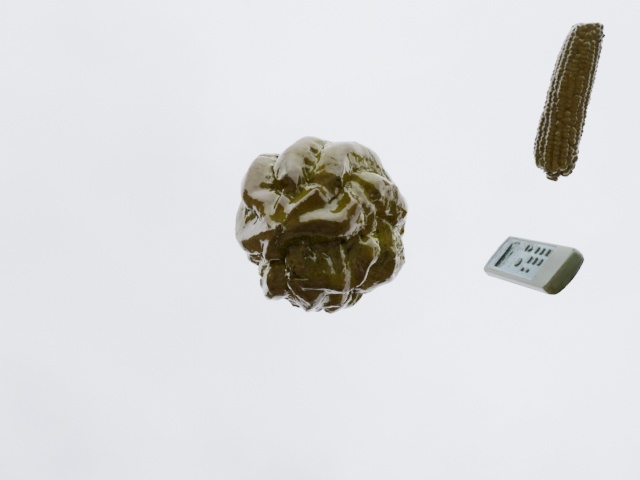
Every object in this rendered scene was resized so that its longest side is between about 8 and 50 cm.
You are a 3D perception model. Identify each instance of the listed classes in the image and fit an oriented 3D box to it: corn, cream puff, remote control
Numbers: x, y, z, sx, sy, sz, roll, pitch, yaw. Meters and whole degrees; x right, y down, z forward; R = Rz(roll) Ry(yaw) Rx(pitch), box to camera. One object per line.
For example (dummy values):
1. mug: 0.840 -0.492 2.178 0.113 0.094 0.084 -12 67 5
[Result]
1. corn: 0.452 -0.252 1.204 0.087 0.086 0.288 11 -75 7
2. cream puff: 0.001 0.001 1.097 0.291 0.257 0.324 2 -60 4
3. remote control: 0.404 0.044 1.263 0.038 0.233 0.098 42 -95 -15
